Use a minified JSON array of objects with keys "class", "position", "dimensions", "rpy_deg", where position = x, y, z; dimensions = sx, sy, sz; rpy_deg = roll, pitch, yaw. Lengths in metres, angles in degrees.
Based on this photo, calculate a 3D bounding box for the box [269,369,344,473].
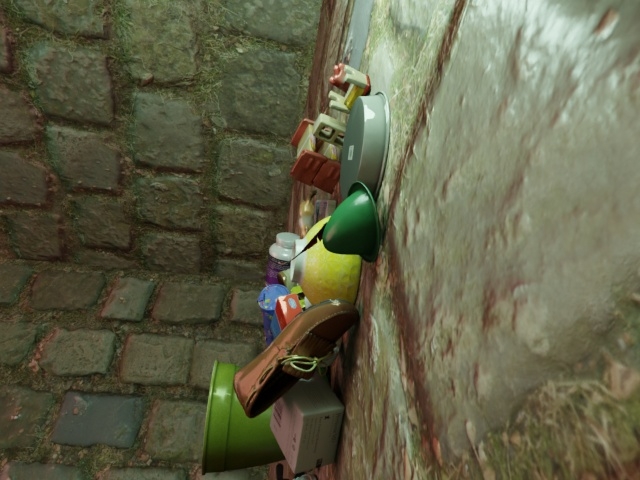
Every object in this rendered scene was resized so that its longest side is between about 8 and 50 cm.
[{"class":"box","position":[-0.040,0.461,1.191],"dimensions":[0.182,0.118,0.181],"rpy_deg":[37,124,56]}]

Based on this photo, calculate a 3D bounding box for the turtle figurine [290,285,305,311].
[{"class":"turtle figurine","position":[-0.054,0.282,1.647],"dimensions":[0.270,0.087,0.218],"rpy_deg":[-76,-19,-43]}]

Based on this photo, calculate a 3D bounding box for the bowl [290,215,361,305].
[{"class":"bowl","position":[0.002,0.062,1.225],"dimensions":[0.289,0.155,0.290],"rpy_deg":[-174,90,-81]}]

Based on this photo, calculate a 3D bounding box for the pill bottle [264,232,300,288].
[{"class":"pill bottle","position":[-0.178,0.133,2.296],"dimensions":[0.181,0.181,0.323],"rpy_deg":[-105,23,-67]}]

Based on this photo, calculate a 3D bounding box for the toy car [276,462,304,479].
[{"class":"toy car","position":[-0.128,0.886,1.591],"dimensions":[0.149,0.154,0.189],"rpy_deg":[121,163,-70]}]

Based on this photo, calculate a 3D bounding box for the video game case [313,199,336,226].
[{"class":"video game case","position":[0.000,0.000,1.684],"dimensions":[0.329,0.036,0.300],"rpy_deg":[-151,67,-81]}]

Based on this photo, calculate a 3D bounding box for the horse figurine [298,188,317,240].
[{"class":"horse figurine","position":[-0.049,-0.072,1.731],"dimensions":[0.174,0.066,0.264],"rpy_deg":[176,98,-88]}]

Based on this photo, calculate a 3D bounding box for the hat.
[{"class":"hat","position":[0.011,-0.012,0.986],"dimensions":[0.173,0.183,0.209],"rpy_deg":[-125,28,-55]}]

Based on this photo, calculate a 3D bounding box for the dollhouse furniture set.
[{"class":"dollhouse furniture set","position":[0.049,-0.349,1.368],"dimensions":[0.374,0.152,0.201],"rpy_deg":[-54,26,39]}]

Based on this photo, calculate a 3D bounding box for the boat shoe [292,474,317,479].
[{"class":"boat shoe","position":[-0.057,0.759,1.315],"dimensions":[0.320,0.102,0.118],"rpy_deg":[136,139,-77]}]

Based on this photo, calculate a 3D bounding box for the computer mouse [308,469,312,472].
[{"class":"computer mouse","position":[-0.035,0.598,1.371],"dimensions":[0.106,0.042,0.193],"rpy_deg":[-2,-82,-65]}]

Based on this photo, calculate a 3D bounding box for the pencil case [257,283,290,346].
[{"class":"pencil case","position":[-0.162,0.304,1.724],"dimensions":[0.119,0.133,0.306],"rpy_deg":[-94,0,-48]}]

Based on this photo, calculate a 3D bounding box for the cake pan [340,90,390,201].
[{"class":"cake pan","position":[0.099,-0.214,1.107],"dimensions":[0.293,0.054,0.294],"rpy_deg":[-175,90,-81]}]

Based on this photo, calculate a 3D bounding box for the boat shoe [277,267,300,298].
[{"class":"boat shoe","position":[-0.083,0.260,1.832],"dimensions":[0.121,0.110,0.341],"rpy_deg":[39,145,50]}]

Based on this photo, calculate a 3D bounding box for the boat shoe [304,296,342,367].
[{"class":"boat shoe","position":[-0.005,0.269,1.303],"dimensions":[0.301,0.108,0.102],"rpy_deg":[-105,16,-62]}]

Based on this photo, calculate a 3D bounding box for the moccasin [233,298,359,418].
[{"class":"moccasin","position":[-0.056,0.284,1.093],"dimensions":[0.139,0.380,0.147],"rpy_deg":[43,-167,-45]}]

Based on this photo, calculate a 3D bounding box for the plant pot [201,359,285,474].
[{"class":"plant pot","position":[-0.209,0.614,1.587],"dimensions":[0.366,0.352,0.367],"rpy_deg":[-175,90,-81]}]

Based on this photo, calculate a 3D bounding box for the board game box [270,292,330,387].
[{"class":"board game box","position":[-0.075,0.365,1.469],"dimensions":[0.242,0.064,0.317],"rpy_deg":[109,143,-54]}]
